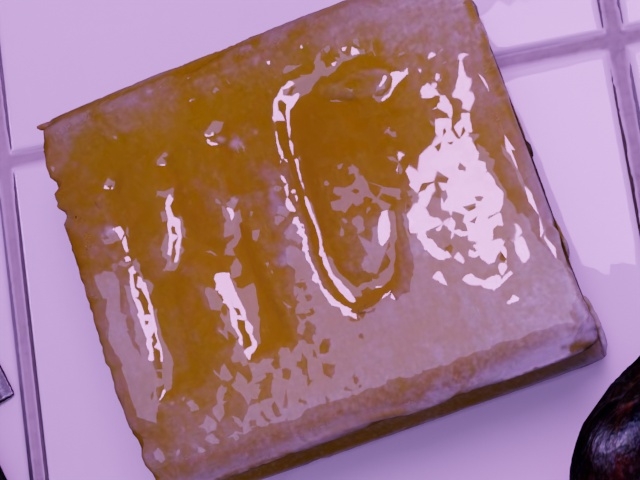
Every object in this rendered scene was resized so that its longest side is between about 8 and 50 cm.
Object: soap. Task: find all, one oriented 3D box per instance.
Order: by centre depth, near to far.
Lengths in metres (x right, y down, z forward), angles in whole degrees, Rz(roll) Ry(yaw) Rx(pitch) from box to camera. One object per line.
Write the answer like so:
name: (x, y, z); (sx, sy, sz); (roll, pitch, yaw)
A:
soap: (0.000, 0.000, 0.942); (0.335, 0.156, 0.293); (-19, 75, 10)

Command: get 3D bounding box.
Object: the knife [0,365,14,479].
knife: (-0.285, 0.114, 1.066); (0.060, 0.028, 0.230); (-28, 75, -3)

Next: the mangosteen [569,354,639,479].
mangosteen: (0.267, 0.161, 0.831); (0.216, 0.216, 0.216); (-2, 83, 14)
